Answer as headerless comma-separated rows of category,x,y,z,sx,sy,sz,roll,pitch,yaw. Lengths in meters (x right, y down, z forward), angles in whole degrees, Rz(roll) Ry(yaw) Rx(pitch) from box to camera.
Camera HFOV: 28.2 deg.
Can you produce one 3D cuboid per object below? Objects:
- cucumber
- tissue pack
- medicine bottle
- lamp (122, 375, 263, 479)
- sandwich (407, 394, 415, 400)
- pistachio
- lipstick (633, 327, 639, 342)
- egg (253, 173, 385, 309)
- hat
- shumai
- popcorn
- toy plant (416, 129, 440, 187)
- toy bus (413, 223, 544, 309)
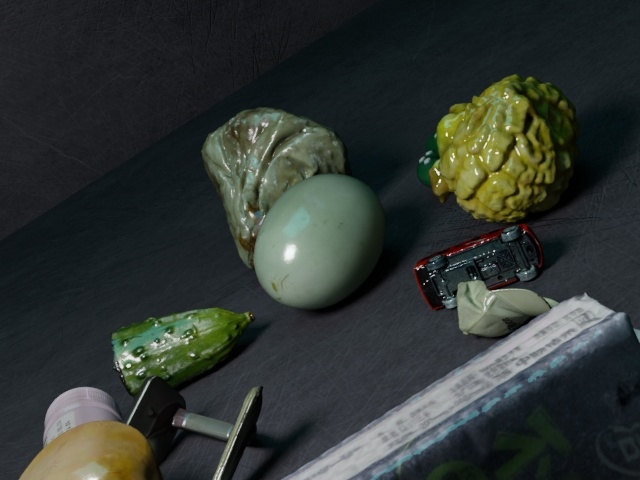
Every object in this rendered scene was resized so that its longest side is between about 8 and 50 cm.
cucumber,-0.224,0.175,2.141,0.244,0.134,0.134,-24,21,-1
tissue pack,0.163,0.270,1.196,0.394,0.288,0.124,-31,20,-7
medicine bottle,-0.351,0.325,1.919,0.133,0.133,0.250,-29,22,-2
lamp,-0.184,0.308,1.827,0.283,0.124,0.203,0,55,46
sandwich,0.161,0.220,1.685,0.101,0.026,0.069,-16,19,21
pistachio,-0.330,0.369,1.724,0.260,0.163,0.213,-28,64,2
lipstick,0.251,0.238,1.456,0.371,0.080,0.076,-34,23,-14
egg,0.000,0.000,2.140,0.203,0.203,0.283,-8,28,42
hat,0.262,0.098,1.801,0.166,0.081,0.122,2,-6,28
shumai,-0.111,-0.067,2.364,0.304,0.309,0.263,11,48,10
popcorn,0.305,-0.149,2.095,0.270,0.224,0.258,-37,12,0
toy plant,0.281,-0.176,2.334,0.232,0.112,0.243,-29,15,11
toy bus,0.245,0.034,1.942,0.195,0.081,0.089,-22,12,17
